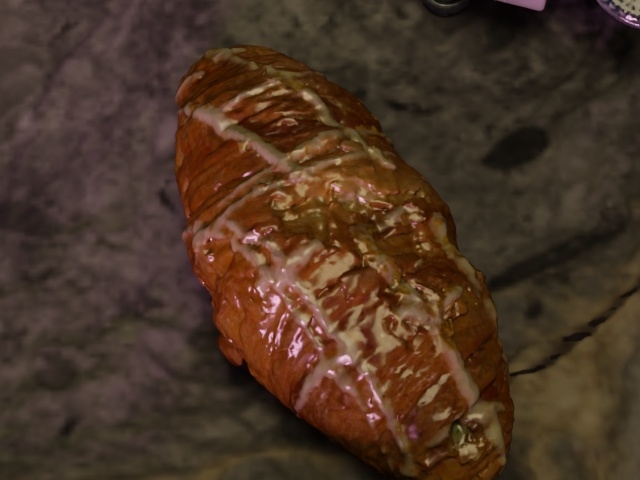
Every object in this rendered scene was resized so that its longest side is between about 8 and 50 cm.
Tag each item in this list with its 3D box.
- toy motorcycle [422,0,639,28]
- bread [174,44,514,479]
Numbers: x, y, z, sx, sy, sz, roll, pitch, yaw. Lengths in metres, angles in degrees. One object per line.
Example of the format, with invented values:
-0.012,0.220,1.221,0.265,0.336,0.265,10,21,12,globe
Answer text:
0.083,-0.178,0.755,0.221,0.102,0.150,15,71,7,toy motorcycle
0.000,0.000,0.655,0.105,0.076,0.233,-22,60,-17,bread
